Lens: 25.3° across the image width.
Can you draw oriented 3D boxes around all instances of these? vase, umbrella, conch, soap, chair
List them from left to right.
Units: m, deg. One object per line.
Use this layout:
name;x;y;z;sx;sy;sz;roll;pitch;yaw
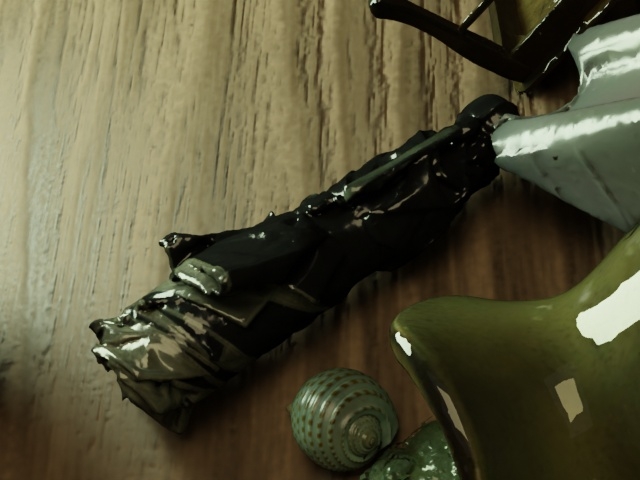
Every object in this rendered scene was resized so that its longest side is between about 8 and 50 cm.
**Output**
umbrella;-0.004;-0.004;1.017;0.358;0.106;0.113;-34;36;-12
conch;0.012;0.113;0.955;0.076;0.056;0.085;-33;51;-26
chair;0.208;-0.217;1.106;0.186;0.319;0.160;-47;35;39
vase;0.220;0.082;0.766;0.302;0.329;0.240;-18;81;13
soap;0.309;-0.035;0.955;0.159;0.258;0.302;-52;23;-22

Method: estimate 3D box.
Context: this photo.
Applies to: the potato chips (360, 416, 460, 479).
potato chips;0.097;0.183;0.874;0.167;0.059;0.228;-7;52;-1
